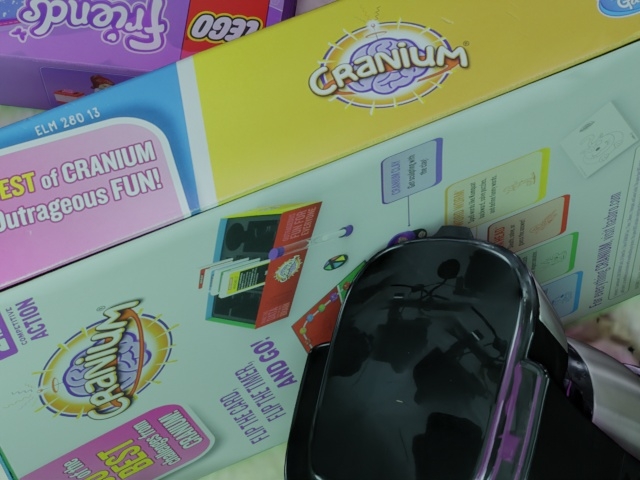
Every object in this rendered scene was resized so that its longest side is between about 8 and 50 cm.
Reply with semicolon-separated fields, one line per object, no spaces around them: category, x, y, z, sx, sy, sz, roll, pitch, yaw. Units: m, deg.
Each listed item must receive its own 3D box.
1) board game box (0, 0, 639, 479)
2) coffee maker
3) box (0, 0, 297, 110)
board game box;0.000;0.000;0.781;0.316;0.242;0.064;-22;63;-9
coffee maker;0.077;0.103;0.758;0.120;0.178;0.171;-21;60;24
box;-0.153;-0.168;0.953;0.293;0.057;0.201;7;67;3
